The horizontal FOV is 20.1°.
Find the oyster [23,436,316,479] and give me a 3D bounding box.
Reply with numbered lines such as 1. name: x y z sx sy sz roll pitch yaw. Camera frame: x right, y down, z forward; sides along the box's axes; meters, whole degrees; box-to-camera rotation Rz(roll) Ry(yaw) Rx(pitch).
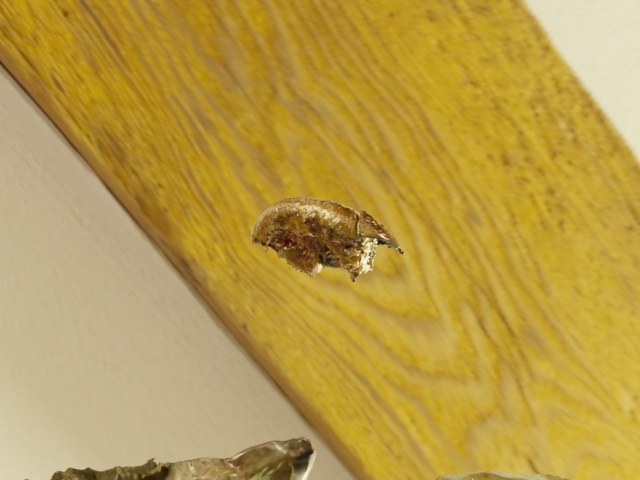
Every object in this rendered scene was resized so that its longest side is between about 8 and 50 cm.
1. oyster: -0.151 0.231 1.290 0.337 0.133 0.198 -27 -26 -38

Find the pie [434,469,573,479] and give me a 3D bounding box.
1. pie: 0.076 0.250 1.058 0.302 0.067 0.302 -9 -53 -12

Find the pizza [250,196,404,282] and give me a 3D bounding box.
1. pizza: 0.000 0.000 0.692 0.016 0.083 0.037 -47 -60 -27
